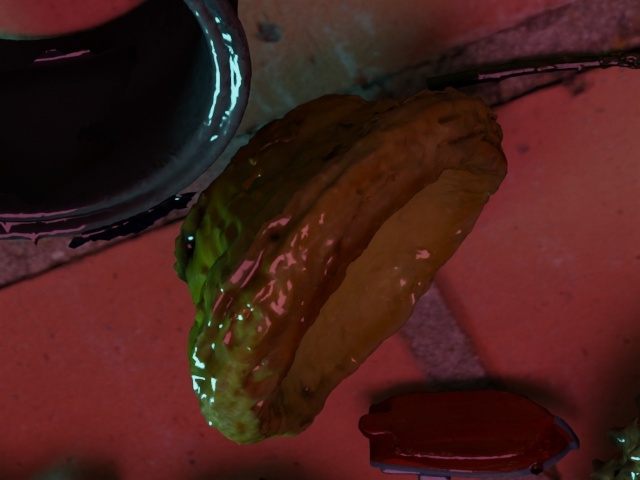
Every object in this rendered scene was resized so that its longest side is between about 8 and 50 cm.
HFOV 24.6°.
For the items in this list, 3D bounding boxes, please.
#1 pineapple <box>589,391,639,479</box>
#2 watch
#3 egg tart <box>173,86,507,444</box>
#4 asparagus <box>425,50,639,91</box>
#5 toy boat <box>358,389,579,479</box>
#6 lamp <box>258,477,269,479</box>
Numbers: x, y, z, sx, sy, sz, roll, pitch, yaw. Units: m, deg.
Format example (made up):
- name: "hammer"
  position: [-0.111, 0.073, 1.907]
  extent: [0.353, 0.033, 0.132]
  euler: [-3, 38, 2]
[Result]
- name: "pineapple"
  position: [0.274, 0.245, 1.146]
  extent: [0.223, 0.223, 0.357]
  euler: [20, 139, -14]
- name: "watch"
  position: [-0.214, -0.131, 0.846]
  extent: [0.327, 0.314, 0.335]
  euler: [9, 141, -20]
- name: "egg tart"
  position: [0.000, 0.000, 0.945]
  extent: [0.123, 0.294, 0.294]
  euler: [40, 124, 15]
- name: "asparagus"
  position: [0.152, -0.116, 0.984]
  extent: [0.163, 0.016, 0.016]
  euler: [-6, 100, 5]
- name: "toy boat"
  position: [0.117, 0.155, 1.150]
  extent: [0.173, 0.069, 0.059]
  euler: [-3, 147, 4]
- name: "lamp"
  position: [-0.023, 0.300, 1.199]
  extent: [0.258, 0.180, 0.180]
  euler: [36, 119, -21]
